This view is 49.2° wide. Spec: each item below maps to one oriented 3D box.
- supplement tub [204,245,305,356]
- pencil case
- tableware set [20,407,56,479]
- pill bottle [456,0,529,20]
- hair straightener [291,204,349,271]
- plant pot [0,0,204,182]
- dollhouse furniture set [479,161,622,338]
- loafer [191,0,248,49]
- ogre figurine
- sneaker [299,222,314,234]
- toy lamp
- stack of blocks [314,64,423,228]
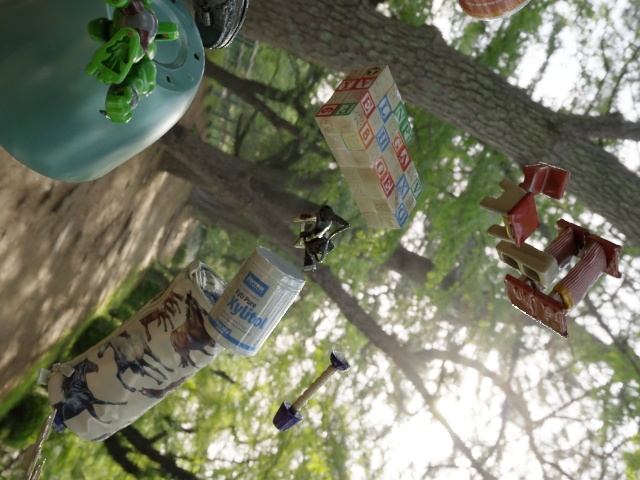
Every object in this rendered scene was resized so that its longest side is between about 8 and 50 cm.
[{"bbox_3d":[-0.073,0.068,0.776,0.107,0.071,0.071,-55,-170,9],"label":"supplement tub"},{"bbox_3d":[-0.318,0.202,1.277,0.410,0.183,0.160,-37,-144,15],"label":"pencil case"},{"bbox_3d":[-0.407,0.325,0.982,0.169,0.020,0.141,-125,-125,-78],"label":"tableware set"},{"bbox_3d":[0.199,-0.389,0.889,0.216,0.121,0.121,34,77,-55],"label":"pill bottle"},{"bbox_3d":[0.000,0.000,0.986,0.230,0.047,0.089,172,-81,-74],"label":"hair straightener"},{"bbox_3d":[-0.313,-0.256,1.010,0.235,0.293,0.293,-16,-142,31],"label":"plant pot"},{"bbox_3d":[0.471,0.003,1.395,0.201,0.374,0.152,-45,-132,-13],"label":"dollhouse furniture set"},{"bbox_3d":[-0.157,-0.412,1.074,0.084,0.096,0.267,-41,162,-49],"label":"loafer"},{"bbox_3d":[-0.207,-0.227,0.750,0.096,0.197,0.118,-20,-175,5],"label":"ogre figurine"},{"bbox_3d":[-0.025,-0.026,1.545,0.083,0.035,0.031,-65,161,-71],"label":"sneaker"},{"bbox_3d":[-0.032,0.438,2.008,0.275,0.080,0.080,-49,-169,8],"label":"toy lamp"},{"bbox_3d":[0.118,-0.191,1.462,0.087,0.297,0.171,4,-134,38],"label":"stack of blocks"}]
